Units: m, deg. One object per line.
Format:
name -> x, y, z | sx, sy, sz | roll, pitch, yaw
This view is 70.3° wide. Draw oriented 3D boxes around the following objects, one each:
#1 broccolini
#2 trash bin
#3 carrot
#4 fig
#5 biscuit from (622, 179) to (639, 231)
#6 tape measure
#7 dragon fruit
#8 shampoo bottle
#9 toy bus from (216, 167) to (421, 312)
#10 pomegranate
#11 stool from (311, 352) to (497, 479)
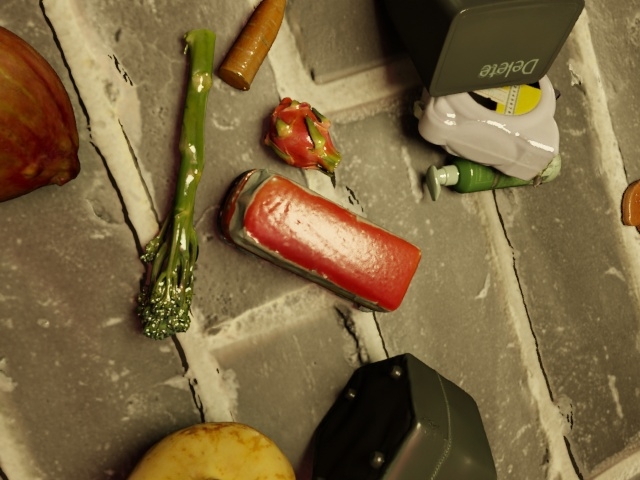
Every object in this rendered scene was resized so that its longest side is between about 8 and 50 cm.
broccolini -> -0.185, -0.072, 0.581 | 0.073, 0.079, 0.393 | 5, 85, -4
trash bin -> 0.177, -0.306, 0.574 | 0.165, 0.115, 0.226 | -12, 58, -12
carrot -> -0.081, -0.266, 0.592 | 0.048, 0.048, 0.139 | 29, 85, -14
fig -> -0.346, -0.120, 0.469 | 0.205, 0.205, 0.206 | -1, 93, -14
biscuit -> 0.579, -0.054, 0.789 | 0.130, 0.019, 0.102 | 17, 88, -14
tape measure -> 0.235, -0.184, 0.637 | 0.196, 0.105, 0.179 | 24, 65, 5
dragon fruit -> -0.019, -0.132, 0.594 | 0.116, 0.086, 0.081 | 41, 88, -3
shampoo bottle -> 0.254, -0.103, 0.681 | 0.204, 0.065, 0.065 | -8, 95, -14
toy bus -> 0.000, 0.000, 0.590 | 0.265, 0.120, 0.121 | 27, 85, -15
pomegranate -> -0.135, 0.332, 0.517 | 0.248, 0.248, 0.249 | -1, 93, -14
stool -> 0.094, 0.270, 0.584 | 0.141, 0.232, 0.232 | 35, 84, -12
